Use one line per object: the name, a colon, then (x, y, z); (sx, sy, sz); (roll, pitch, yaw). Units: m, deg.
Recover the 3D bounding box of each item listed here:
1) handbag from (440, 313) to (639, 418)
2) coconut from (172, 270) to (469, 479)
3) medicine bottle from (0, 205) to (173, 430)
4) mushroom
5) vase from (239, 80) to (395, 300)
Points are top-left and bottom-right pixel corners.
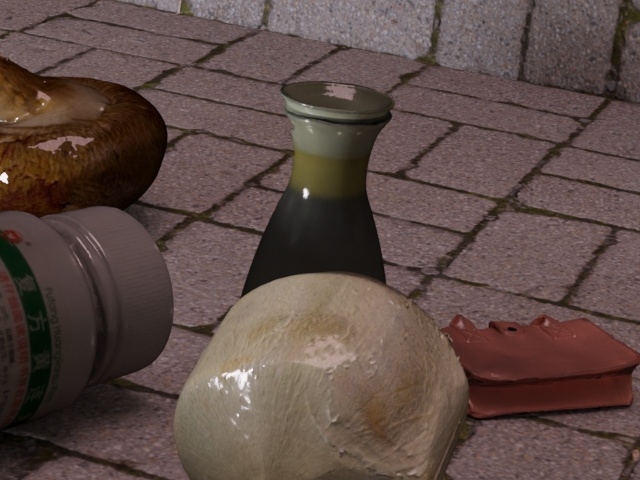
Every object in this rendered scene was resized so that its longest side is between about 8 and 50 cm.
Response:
handbag: (0.229, 0.133, 1.971); (0.213, 0.059, 0.157); (-3, 23, -21)
coconut: (0.003, 0.163, 1.580); (0.245, 0.245, 0.247); (12, 42, 14)
medicine bottle: (-0.323, 0.080, 1.731); (0.208, 0.208, 0.340); (24, 27, 39)
mushroom: (-0.357, -0.119, 2.287); (0.345, 0.239, 0.345); (14, 38, -11)
vase: (0.000, 0.000, 1.882); (0.173, 0.321, 0.173); (5, 21, -2)
